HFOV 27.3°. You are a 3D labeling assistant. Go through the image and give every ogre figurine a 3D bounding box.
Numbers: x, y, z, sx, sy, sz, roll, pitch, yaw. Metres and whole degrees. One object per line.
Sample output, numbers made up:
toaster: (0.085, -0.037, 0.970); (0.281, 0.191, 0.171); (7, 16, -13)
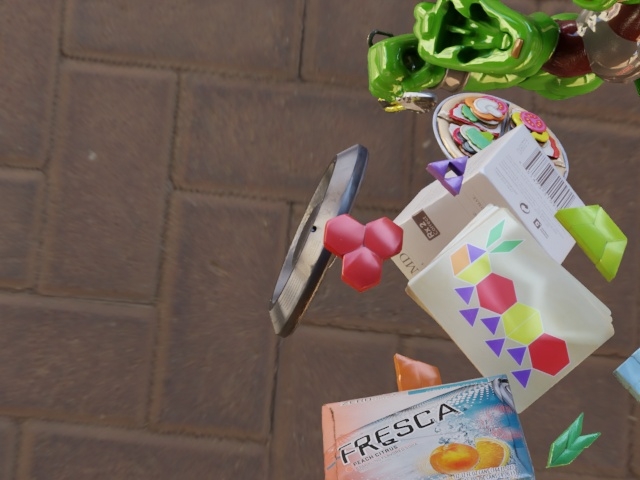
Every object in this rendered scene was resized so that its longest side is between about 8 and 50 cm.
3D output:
ogre figurine: (0.124, -0.099, 0.567); (0.197, 0.118, 0.097); (-42, 62, 32)

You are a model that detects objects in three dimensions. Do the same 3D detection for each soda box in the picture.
soda box: (0.046, 0.137, 0.428); (0.063, 0.058, 0.183); (-9, 115, 3)

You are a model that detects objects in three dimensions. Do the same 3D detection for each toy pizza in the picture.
toy pizza: (0.249, -0.138, 1.793); (0.201, 0.032, 0.201); (14, 44, -13)

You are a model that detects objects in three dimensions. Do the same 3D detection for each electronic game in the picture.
electronic game: (0.000, 0.000, 1.454); (0.048, 0.229, 0.229); (24, 86, -5)

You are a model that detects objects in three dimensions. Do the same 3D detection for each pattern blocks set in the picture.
pattern blocks set: (0.184, 0.064, 1.308); (0.285, 0.026, 0.325); (-29, 77, -14)

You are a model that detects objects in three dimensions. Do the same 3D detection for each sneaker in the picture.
sneaker: (0.105, -0.172, 1.548); (0.031, 0.083, 0.035); (50, 58, -39)

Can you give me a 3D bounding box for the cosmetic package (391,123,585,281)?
cosmetic package: (0.202, -0.016, 1.618); (0.183, 0.151, 0.151); (-36, 95, 38)
